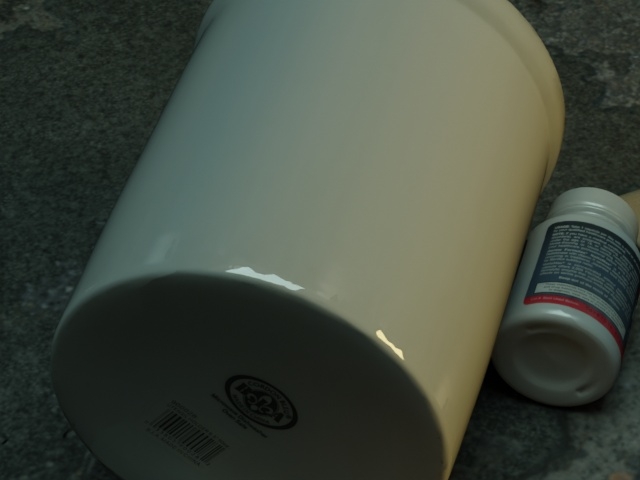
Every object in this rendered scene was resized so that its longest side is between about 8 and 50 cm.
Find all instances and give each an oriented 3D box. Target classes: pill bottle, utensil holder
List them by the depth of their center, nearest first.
[{"bbox_3d":[0.000,0.000,1.352,0.327,0.328,0.385,8,44,14],"label":"utensil holder"},{"bbox_3d":[0.213,0.041,1.445,0.108,0.108,0.180,9,43,15],"label":"pill bottle"}]

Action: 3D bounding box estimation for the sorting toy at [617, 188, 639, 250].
[{"bbox_3d":[0.381,-0.002,1.538,0.193,0.038,0.208,-17,38,-14],"label":"sorting toy"}]
